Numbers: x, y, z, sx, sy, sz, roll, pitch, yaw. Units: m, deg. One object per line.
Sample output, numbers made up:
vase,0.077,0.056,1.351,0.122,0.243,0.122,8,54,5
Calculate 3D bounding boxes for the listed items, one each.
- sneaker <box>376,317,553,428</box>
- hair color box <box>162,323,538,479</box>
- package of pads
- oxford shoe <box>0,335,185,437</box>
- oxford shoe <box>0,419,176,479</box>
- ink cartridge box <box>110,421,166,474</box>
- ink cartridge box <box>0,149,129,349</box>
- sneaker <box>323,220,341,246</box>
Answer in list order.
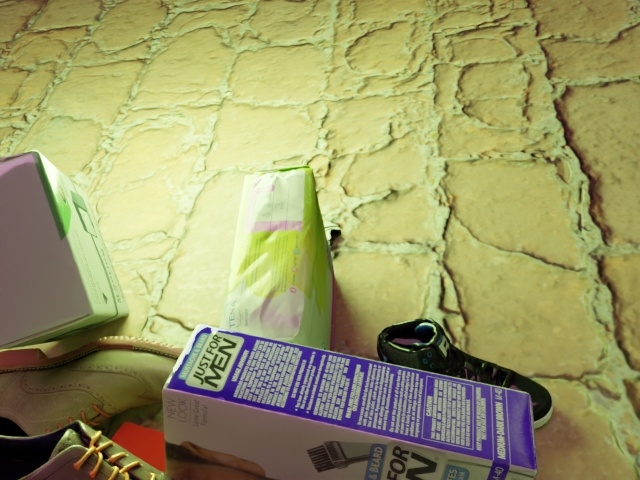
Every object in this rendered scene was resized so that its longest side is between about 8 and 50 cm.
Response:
sneaker,0.166,0.156,0.802,0.216,0.121,0.079,9,48,21
hair color box,0.021,0.215,0.673,0.338,0.185,0.110,11,32,7
package of pads,-0.042,0.073,0.859,0.101,0.229,0.297,-5,45,8
oxford shoe,-0.300,0.211,0.867,0.348,0.123,0.130,-10,46,17
oxford shoe,-0.194,0.243,0.605,0.363,0.133,0.130,6,14,-3
ink cartridge box,-0.178,0.325,0.659,0.308,0.091,0.385,11,34,17
ink cartridge box,-0.363,0.022,0.902,0.121,0.289,0.211,-20,87,-9
sneaker,0.000,0.000,1.066,0.036,0.032,0.083,24,55,33
